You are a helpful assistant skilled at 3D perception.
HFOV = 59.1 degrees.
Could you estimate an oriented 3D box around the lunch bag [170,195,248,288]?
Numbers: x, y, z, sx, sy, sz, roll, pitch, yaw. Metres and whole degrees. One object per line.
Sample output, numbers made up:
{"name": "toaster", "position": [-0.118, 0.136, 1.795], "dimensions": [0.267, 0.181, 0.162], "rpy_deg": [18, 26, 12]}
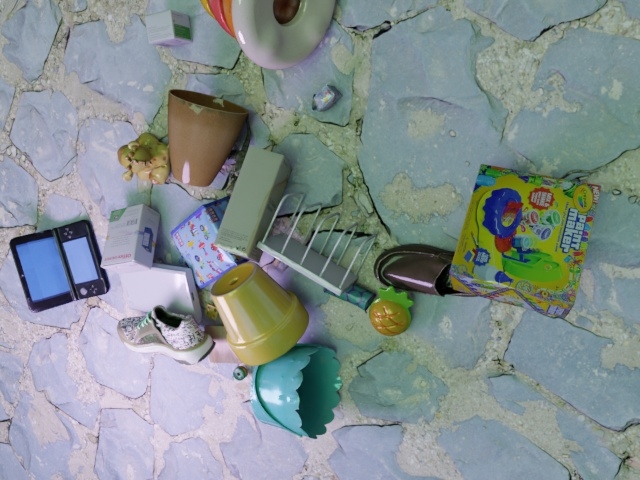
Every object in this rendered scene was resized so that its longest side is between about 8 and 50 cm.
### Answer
{"name": "lunch bag", "position": [-0.376, 0.023, 1.857], "dimensions": [0.293, 0.138, 0.221], "rpy_deg": [-29, 91, 35]}

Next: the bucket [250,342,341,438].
{"name": "bucket", "position": [-0.075, 0.452, 1.731], "dimensions": [0.183, 0.281, 0.281], "rpy_deg": [-1, 100, 28]}

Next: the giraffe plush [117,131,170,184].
{"name": "giraffe plush", "position": [-0.581, -0.264, 1.835], "dimensions": [0.210, 0.170, 0.181], "rpy_deg": [-2, 100, 34]}

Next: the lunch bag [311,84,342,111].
{"name": "lunch bag", "position": [0.011, -0.404, 1.618], "dimensions": [0.053, 0.071, 0.083], "rpy_deg": [49, 115, 6]}

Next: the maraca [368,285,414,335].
{"name": "maraca", "position": [0.205, 0.205, 1.631], "dimensions": [0.127, 0.099, 0.185], "rpy_deg": [19, 131, 10]}

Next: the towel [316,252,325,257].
{"name": "towel", "position": [-0.017, 0.076, 1.764], "dimensions": [0.060, 0.009, 0.083], "rpy_deg": [10, 105, 21]}

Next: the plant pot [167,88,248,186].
{"name": "plant pot", "position": [-0.366, -0.302, 1.717], "dimensions": [0.237, 0.237, 0.254], "rpy_deg": [24, 111, 17]}

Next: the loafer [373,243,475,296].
{"name": "loafer", "position": [0.314, 0.086, 1.553], "dimensions": [0.366, 0.130, 0.133], "rpy_deg": [0, 101, 23]}

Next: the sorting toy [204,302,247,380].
{"name": "sorting toy", "position": [-0.324, 0.341, 1.932], "dimensions": [0.132, 0.046, 0.274], "rpy_deg": [-4, 99, 24]}

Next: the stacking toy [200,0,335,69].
{"name": "stacking toy", "position": [-0.225, -0.711, 1.572], "dimensions": [0.480, 0.351, 0.350], "rpy_deg": [34, 113, 32]}

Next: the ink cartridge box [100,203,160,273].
{"name": "ink cartridge box", "position": [-0.649, -0.002, 1.928], "dimensions": [0.154, 0.093, 0.212], "rpy_deg": [-10, 63, 25]}

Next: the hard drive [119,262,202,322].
{"name": "hard drive", "position": [-0.566, 0.172, 1.974], "dimensions": [0.308, 0.040, 0.203], "rpy_deg": [6, 119, 25]}

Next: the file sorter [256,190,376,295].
{"name": "file sorter", "position": [0.000, 0.000, 1.633], "dimensions": [0.278, 0.193, 0.173], "rpy_deg": [30, 107, 11]}

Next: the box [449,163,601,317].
{"name": "box", "position": [0.492, 0.001, 1.373], "dimensions": [0.279, 0.177, 0.289], "rpy_deg": [14, 76, 20]}

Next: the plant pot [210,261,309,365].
{"name": "plant pot", "position": [-0.199, 0.203, 1.697], "dimensions": [0.254, 0.254, 0.239], "rpy_deg": [-20, 115, 26]}

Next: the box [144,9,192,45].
{"name": "box", "position": [-0.473, -0.659, 1.761], "dimensions": [0.102, 0.101, 0.087], "rpy_deg": [-4, 99, 23]}

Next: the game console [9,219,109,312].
{"name": "game console", "position": [-0.965, 0.096, 2.093], "dimensions": [0.250, 0.173, 0.293], "rpy_deg": [-13, 96, 26]}

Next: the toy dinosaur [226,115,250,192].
{"name": "toy dinosaur", "position": [-0.254, -0.249, 1.751], "dimensions": [0.118, 0.064, 0.268], "rpy_deg": [-30, 50, 54]}

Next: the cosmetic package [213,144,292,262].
{"name": "cosmetic package", "position": [-0.194, -0.102, 1.657], "dimensions": [0.113, 0.160, 0.309], "rpy_deg": [19, 85, 8]}

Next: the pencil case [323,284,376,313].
{"name": "pencil case", "position": [0.087, 0.159, 1.705], "dimensions": [0.152, 0.070, 0.064], "rpy_deg": [24, 70, 19]}

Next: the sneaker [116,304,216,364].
{"name": "sneaker", "position": [-0.543, 0.283, 1.921], "dimensions": [0.410, 0.158, 0.182], "rpy_deg": [5, 121, 29]}
